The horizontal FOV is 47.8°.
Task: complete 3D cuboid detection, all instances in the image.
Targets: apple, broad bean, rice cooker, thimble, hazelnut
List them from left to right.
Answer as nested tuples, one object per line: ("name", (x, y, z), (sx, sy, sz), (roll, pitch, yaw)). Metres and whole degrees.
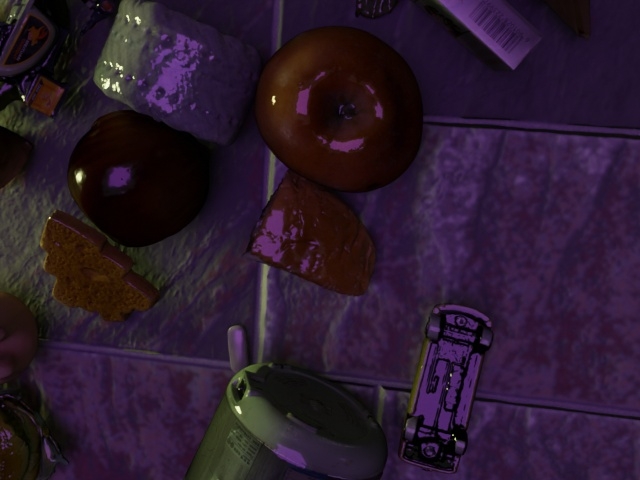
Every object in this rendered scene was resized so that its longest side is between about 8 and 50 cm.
("broad bean", (-0.481, -0.354, 1.164), (0.144, 0.049, 0.292), (-6, 102, -22))
("hazelnut", (-0.272, -0.099, 1.104), (0.229, 0.229, 0.230), (1, 99, 9))
("thimble", (-0.209, -0.256, 1.080), (0.245, 0.217, 0.157), (29, 99, 26))
("rice cooker", (-0.061, 0.360, 1.109), (0.288, 0.288, 0.277), (27, 99, 4))
("apple", (0.029, -0.185, 1.042), (0.253, 0.253, 0.254), (1, 99, 9))

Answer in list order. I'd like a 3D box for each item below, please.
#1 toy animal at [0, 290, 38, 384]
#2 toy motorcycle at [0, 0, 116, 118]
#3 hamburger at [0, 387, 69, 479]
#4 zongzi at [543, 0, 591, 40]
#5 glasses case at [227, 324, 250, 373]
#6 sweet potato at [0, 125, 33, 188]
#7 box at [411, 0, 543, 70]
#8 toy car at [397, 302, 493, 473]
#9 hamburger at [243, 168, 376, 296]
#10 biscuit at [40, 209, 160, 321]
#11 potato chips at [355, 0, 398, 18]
("toy animal", (-0.650, 0.164, 1.211), (0.326, 0.269, 0.237), (-4, 100, -23))
("toy motorcycle", (-0.420, -0.339, 1.117), (0.157, 0.091, 0.263), (27, 91, -30))
("hamburger", (-0.553, 0.366, 1.263), (0.235, 0.125, 0.214), (24, 112, 19))
("zongzi", (0.239, -0.419, 1.024), (0.273, 0.145, 0.300), (-5, 104, 14))
("glasses case", (-0.139, 0.185, 1.226), (0.032, 0.021, 0.083), (-5, 97, 12))
("sweet potato", (-0.571, -0.164, 1.085), (0.131, 0.337, 0.131), (-1, 81, 7))
("box", (0.193, -0.338, 1.020), (0.233, 0.149, 0.067), (40, 98, -6))
("toy car", (0.194, 0.224, 1.133), (0.101, 0.124, 0.257), (14, 91, 6))
("hamburger", (0.000, 0.000, 1.122), (0.207, 0.135, 0.155), (31, 103, 1))
("biscuit", (-0.377, 0.043, 1.184), (0.212, 0.041, 0.239), (1, 130, 24))
("potato chips", (0.087, -0.445, 1.097), (0.091, 0.028, 0.208), (1, 100, 8))
